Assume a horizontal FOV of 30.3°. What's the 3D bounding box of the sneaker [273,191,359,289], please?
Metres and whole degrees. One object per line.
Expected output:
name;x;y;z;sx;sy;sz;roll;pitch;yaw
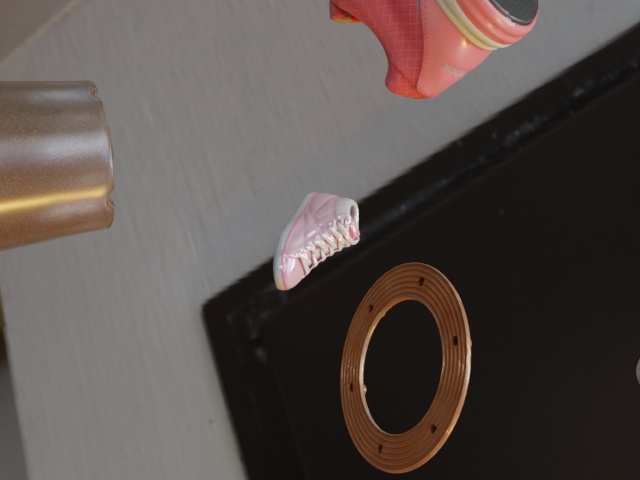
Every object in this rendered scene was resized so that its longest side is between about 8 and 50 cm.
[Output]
sneaker;0.000;0.000;1.269;0.070;0.134;0.051;6;137;24

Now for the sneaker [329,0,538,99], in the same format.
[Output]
sneaker;0.034;-0.243;0.921;0.116;0.314;0.136;4;140;-47

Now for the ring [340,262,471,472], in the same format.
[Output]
ring;0.137;0.203;1.894;0.032;0.336;0.336;13;136;-31

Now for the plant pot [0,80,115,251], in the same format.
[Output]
plant pot;-0.258;-0.061;0.955;0.165;0.167;0.167;-8;147;-18

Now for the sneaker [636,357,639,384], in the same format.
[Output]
sneaker;0.422;0.133;1.305;0.079;0.121;0.217;-60;175;24
